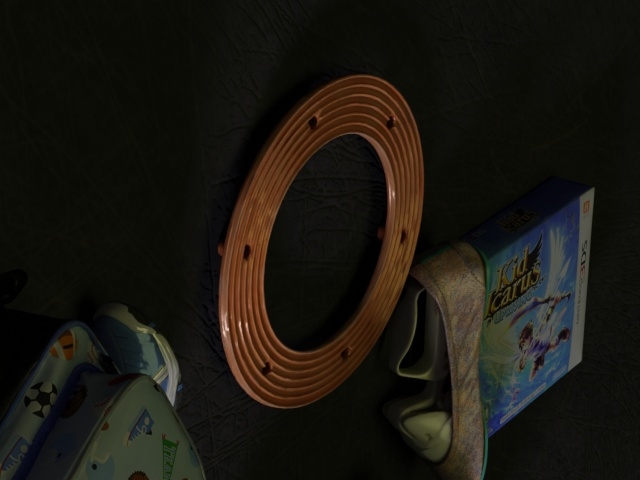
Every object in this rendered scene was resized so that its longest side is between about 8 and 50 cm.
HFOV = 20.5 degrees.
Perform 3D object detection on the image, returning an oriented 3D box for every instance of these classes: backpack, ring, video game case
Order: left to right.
[{"bbox_3d":[-0.204,0.208,1.325,0.276,0.213,0.263,-58,148,-27],"label":"backpack"},{"bbox_3d":[0.000,0.000,1.721,0.336,0.032,0.336,-33,132,-47],"label":"ring"},{"bbox_3d":[0.230,0.083,2.093,0.269,0.061,0.244,-31,129,-47],"label":"video game case"}]

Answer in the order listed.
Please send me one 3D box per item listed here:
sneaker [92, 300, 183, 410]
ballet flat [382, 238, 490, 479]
[{"bbox_3d":[-0.168,0.151,1.483,0.081,0.080,0.211,-34,131,-50],"label":"sneaker"},{"bbox_3d":[0.120,0.150,1.937,0.106,0.107,0.316,-15,114,-32],"label":"ballet flat"}]
